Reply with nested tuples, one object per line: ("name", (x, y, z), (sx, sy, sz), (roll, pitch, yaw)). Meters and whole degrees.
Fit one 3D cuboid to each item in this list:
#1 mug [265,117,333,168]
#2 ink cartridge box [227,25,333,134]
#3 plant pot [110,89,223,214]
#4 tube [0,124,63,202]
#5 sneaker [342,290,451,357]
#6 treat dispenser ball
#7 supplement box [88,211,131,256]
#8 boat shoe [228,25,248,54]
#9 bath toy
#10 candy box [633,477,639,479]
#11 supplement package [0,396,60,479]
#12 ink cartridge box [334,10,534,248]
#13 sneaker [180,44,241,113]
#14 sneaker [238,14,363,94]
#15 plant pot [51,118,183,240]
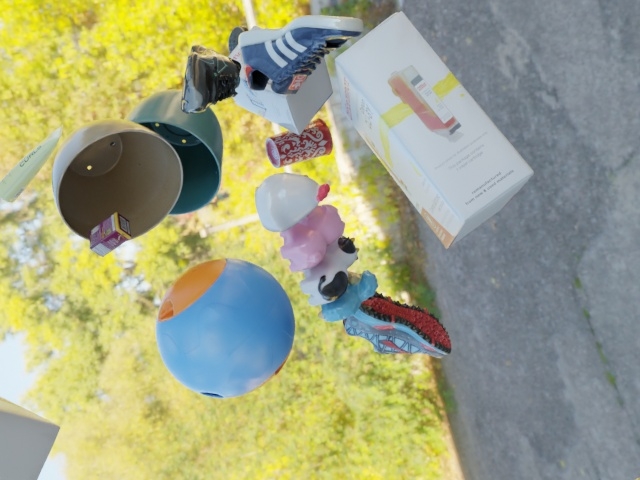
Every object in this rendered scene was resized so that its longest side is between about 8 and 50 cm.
("mug", (-0.071, -0.272, 2.066), (0.150, 0.169, 0.113), (-9, 102, 66))
("ink cartridge box", (-0.118, -0.433, 1.933), (0.232, 0.171, 0.168), (29, 162, 24))
("plant pot", (-0.383, -0.253, 1.859), (0.235, 0.292, 0.293), (-85, -10, -46))
("tube", (-0.749, -0.203, 1.864), (0.070, 0.240, 0.062), (49, -170, 19))
("sneaker", (0.169, 0.204, 1.611), (0.125, 0.261, 0.104), (-54, 17, 37))
("treat dispenser ball", (-0.195, 0.180, 1.486), (0.288, 0.288, 0.289), (164, 90, -82))
("supplement box", (-0.454, -0.012, 1.542), (0.043, 0.083, 0.055), (44, -161, -47))
("boat shoe", (-0.230, -0.557, 2.097), (0.064, 0.060, 0.178), (41, 147, 20))
("bath toy", (0.000, 0.000, 1.309), (0.348, 0.128, 0.152), (60, -163, -45))
("candy box", (0.456, 0.419, 1.044), (0.109, 0.053, 0.187), (40, 153, 15))
("supplement package", (-0.617, 0.337, 1.206), (0.177, 0.292, 0.176), (38, -113, -48))
("ink cartridge box", (0.202, -0.200, 1.384), (0.385, 0.160, 0.279), (54, 178, 11))
("sneaker", (-0.204, -0.308, 1.354), (0.267, 0.106, 0.101), (-96, 19, -59))
("sneaker", (-0.041, -0.399, 1.566), (0.350, 0.131, 0.148), (3, 99, 47))
("plant pot", (-0.482, -0.162, 1.618), (0.191, 0.284, 0.284), (44, 153, 39))
